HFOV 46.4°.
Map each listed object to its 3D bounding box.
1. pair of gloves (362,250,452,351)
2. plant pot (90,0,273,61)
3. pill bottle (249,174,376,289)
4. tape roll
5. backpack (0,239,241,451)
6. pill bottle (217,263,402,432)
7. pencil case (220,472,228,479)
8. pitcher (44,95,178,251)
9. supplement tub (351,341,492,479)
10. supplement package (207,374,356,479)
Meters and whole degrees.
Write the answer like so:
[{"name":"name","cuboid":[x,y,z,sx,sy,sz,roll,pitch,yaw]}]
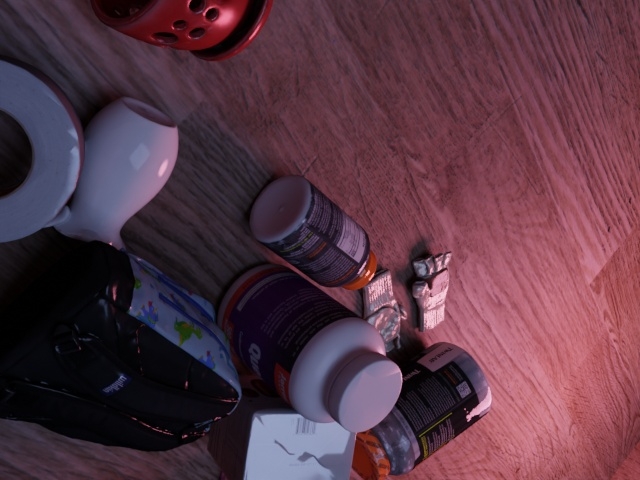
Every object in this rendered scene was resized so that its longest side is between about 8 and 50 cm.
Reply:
[{"name":"pair of gloves","cuboid":[0.184,0.135,1.576,0.240,0.042,0.204,-20,124,-30]},{"name":"plant pot","cuboid":[-0.170,-0.330,0.946,0.174,0.191,0.191,15,102,-53]},{"name":"pill bottle","cuboid":[0.000,0.000,1.291,0.130,0.130,0.246,-54,134,-3]},{"name":"tape roll","cuboid":[-0.396,-0.109,0.887,0.219,0.072,0.219,-3,106,-12]},{"name":"backpack","cuboid":[-0.270,0.169,1.068,0.290,0.273,0.355,-40,123,13]},{"name":"pill bottle","cuboid":[-0.020,0.175,1.230,0.182,0.323,0.181,-18,122,-32]},{"name":"pencil case","cuboid":[-0.102,0.466,1.487,0.206,0.086,0.088,10,82,-44]},{"name":"pitcher","cuboid":[-0.298,-0.091,1.005,0.178,0.125,0.207,15,112,-46]},{"name":"supplement tub","cuboid":[0.195,0.368,1.600,0.316,0.194,0.193,-27,127,-27]},{"name":"supplement package","cuboid":[-0.071,0.336,1.309,0.194,0.203,0.149,7,95,-25]}]
